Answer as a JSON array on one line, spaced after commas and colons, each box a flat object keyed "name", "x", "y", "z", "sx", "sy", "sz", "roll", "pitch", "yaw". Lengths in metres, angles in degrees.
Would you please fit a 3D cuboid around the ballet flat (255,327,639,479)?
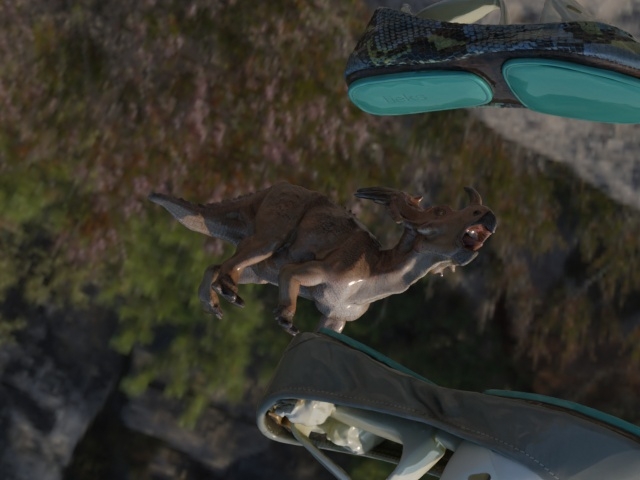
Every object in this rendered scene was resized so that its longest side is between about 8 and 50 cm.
[{"name": "ballet flat", "x": 0.057, "y": 0.096, "z": 0.629, "sx": 0.213, "sy": 0.068, "sz": 0.072, "roll": 15, "pitch": 151, "yaw": 41}]

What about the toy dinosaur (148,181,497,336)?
[{"name": "toy dinosaur", "x": 0.000, "y": 0.000, "z": 1.297, "sx": 0.295, "sy": 0.200, "sz": 0.127, "roll": 26, "pitch": 163, "yaw": 15}]

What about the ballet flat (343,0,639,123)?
[{"name": "ballet flat", "x": 0.100, "y": -0.099, "z": 0.729, "sx": 0.188, "sy": 0.070, "sz": 0.070, "roll": 6, "pitch": 138, "yaw": 26}]
